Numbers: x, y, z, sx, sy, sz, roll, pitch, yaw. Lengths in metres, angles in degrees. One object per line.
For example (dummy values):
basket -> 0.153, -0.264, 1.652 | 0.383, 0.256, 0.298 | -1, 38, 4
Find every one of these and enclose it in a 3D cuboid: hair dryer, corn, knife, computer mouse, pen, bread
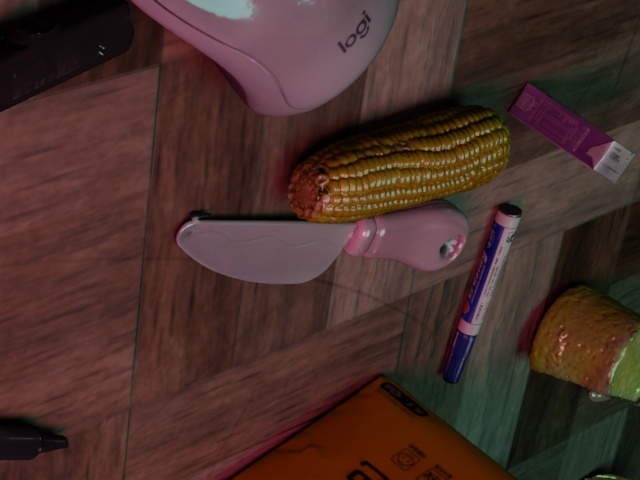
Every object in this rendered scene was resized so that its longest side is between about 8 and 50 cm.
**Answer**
hair dryer -> -0.261, 0.138, 1.318 | 0.195, 0.050, 0.173 | -10, 127, -49
corn -> 0.073, -0.066, 1.483 | 0.231, 0.080, 0.080 | -16, 130, -39
knife -> -0.001, 0.002, 1.509 | 0.336, 0.043, 0.081 | -2, 127, -40
computer mouse -> -0.036, -0.193, 1.225 | 0.184, 0.121, 0.297 | -47, 145, -6
pen -> 0.160, 0.056, 1.726 | 0.025, 0.025, 0.204 | -10, 127, -43
hair dryer -> -0.223, -0.115, 1.131 | 0.251, 0.089, 0.197 | -30, 137, -42
bread -> 0.299, 0.114, 1.856 | 0.129, 0.114, 0.111 | 10, 105, -54

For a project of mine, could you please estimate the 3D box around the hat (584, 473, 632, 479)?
hat -> 0.344, 0.444, 2.177 | 0.244, 0.233, 0.233 | -19, 160, -22

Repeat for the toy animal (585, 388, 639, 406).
toy animal -> 0.365, 0.153, 1.983 | 0.114, 0.082, 0.091 | 0, 118, -47

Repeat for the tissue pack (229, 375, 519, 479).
tissue pack -> 0.088, 0.350, 1.590 | 0.293, 0.382, 0.228 | -32, 141, -27

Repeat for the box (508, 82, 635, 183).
box -> 0.233, -0.100, 1.599 | 0.050, 0.117, 0.036 | 24, 103, -51
